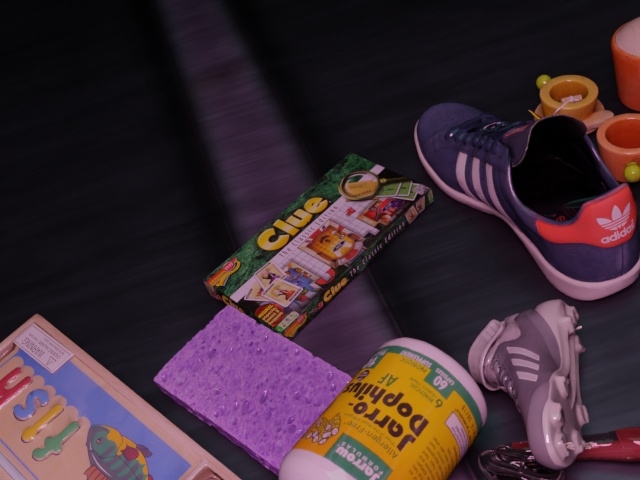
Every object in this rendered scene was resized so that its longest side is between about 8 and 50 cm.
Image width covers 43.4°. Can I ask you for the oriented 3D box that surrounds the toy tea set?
[{"bbox_3d":[0.390,-0.147,0.897,0.200,0.124,0.336,-25,44,-8],"label":"toy tea set"}]

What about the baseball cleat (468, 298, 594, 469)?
[{"bbox_3d":[0.183,0.131,0.717,0.109,0.072,0.206,-20,19,28],"label":"baseball cleat"}]

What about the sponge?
[{"bbox_3d":[-0.059,0.151,0.812,0.210,0.031,0.117,26,59,35],"label":"sponge"}]

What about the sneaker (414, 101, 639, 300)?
[{"bbox_3d":[0.218,-0.094,0.882,0.131,0.148,0.350,-30,45,-12],"label":"sneaker"}]

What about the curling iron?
[{"bbox_3d":[0.271,0.184,0.671,0.274,0.035,0.068,-9,38,10],"label":"curling iron"}]

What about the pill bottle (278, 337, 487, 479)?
[{"bbox_3d":[0.039,0.189,0.671,0.117,0.118,0.208,23,52,34],"label":"pill bottle"}]

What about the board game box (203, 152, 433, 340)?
[{"bbox_3d":[0.000,0.000,0.945,0.136,0.030,0.259,26,59,38],"label":"board game box"}]

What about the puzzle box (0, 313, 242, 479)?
[{"bbox_3d":[-0.261,0.256,0.758,0.409,0.052,0.272,26,60,36],"label":"puzzle box"}]
